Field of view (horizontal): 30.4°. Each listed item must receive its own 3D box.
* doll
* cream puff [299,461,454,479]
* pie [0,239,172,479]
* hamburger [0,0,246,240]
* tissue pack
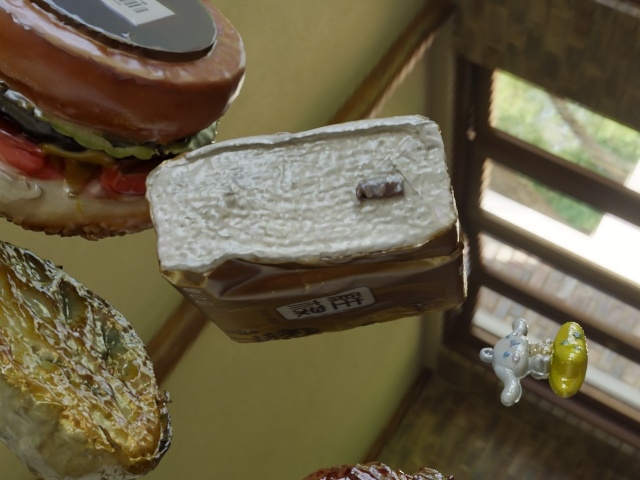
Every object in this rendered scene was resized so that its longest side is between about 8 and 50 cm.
[{"bbox_3d":[0.230,0.127,1.276,0.135,0.113,0.072,-111,14,-58],"label":"doll"},{"bbox_3d":[0.054,0.394,1.254,0.229,0.350,0.350,-99,34,-83],"label":"cream puff"},{"bbox_3d":[-0.274,0.121,1.207,0.092,0.315,0.315,-45,-17,14],"label":"pie"},{"bbox_3d":[-0.258,-0.163,1.272,0.330,0.330,0.250,-27,-27,-57],"label":"hamburger"},{"bbox_3d":[0.000,0.000,0.774,0.226,0.183,0.092,62,-163,-75],"label":"tissue pack"}]
